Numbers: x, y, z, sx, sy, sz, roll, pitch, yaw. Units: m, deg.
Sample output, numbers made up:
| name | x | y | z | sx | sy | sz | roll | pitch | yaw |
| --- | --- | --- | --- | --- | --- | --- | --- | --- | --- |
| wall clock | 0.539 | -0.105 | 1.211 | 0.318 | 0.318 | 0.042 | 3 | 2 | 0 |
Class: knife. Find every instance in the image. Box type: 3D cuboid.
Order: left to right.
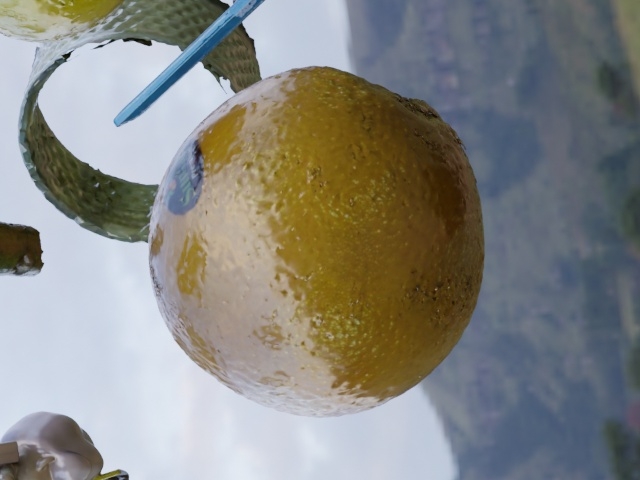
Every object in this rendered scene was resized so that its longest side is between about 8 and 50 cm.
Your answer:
| name | x | y | z | sx | sy | sz | roll | pitch | yaw |
| --- | --- | --- | --- | --- | --- | --- | --- | --- | --- |
| knife | -0.092 | -0.195 | 1.630 | 0.026 | 0.296 | 0.044 | 47 | -155 | -7 |

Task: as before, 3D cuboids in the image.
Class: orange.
| name | x | y | z | sx | sy | sz | roll | pitch | yaw |
| --- | --- | --- | --- | --- | --- | --- | --- | --- | --- |
| orange | 0.000 | 0.000 | 1.405 | 0.274 | 0.274 | 0.274 | -7 | -90 | -74 |

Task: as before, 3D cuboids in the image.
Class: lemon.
| name | x | y | z | sx | sy | sz | roll | pitch | yaw |
| --- | --- | --- | --- | --- | --- | --- | --- | --- | --- |
| lemon | -0.231 | -0.245 | 1.448 | 0.206 | 0.173 | 0.173 | -165 | 68 | -85 |

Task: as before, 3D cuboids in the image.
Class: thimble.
| name | x | y | z | sx | sy | sz | roll | pitch | yaw |
| --- | --- | --- | --- | --- | --- | --- | --- | --- | --- |
| thimble | -0.196 | -0.143 | 1.972 | 0.150 | 0.271 | 0.270 | -88 | -15 | -58 |

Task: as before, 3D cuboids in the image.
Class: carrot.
| name | x | y | z | sx | sy | sz | roll | pitch | yaw |
| --- | --- | --- | --- | --- | --- | --- | --- | --- | --- |
| carrot | -0.376 | -0.003 | 1.708 | 0.260 | 0.070 | 0.070 | 9 | -107 | -44 |

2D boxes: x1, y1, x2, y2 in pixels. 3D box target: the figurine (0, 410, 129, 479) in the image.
| name | x | y | z | sx | sy | sz | roll | pitch | yaw |
| --- | --- | --- | --- | --- | --- | --- | --- | --- | --- |
| figurine | -0.309 | 0.239 | 1.877 | 0.229 | 0.137 | 0.112 | -8 | -101 | -47 |
